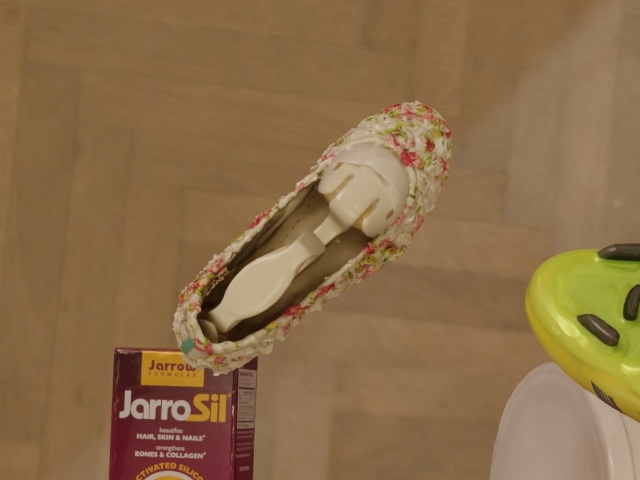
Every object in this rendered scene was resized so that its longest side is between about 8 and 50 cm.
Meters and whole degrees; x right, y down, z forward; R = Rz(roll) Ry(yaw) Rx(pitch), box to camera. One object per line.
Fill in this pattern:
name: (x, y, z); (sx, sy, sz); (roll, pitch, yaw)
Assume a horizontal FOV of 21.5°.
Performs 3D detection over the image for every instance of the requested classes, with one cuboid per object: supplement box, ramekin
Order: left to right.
supplement box: (-0.110, 0.180, 1.344); (0.104, 0.081, 0.188); (1, 85, 9)
ramekin: (0.267, 0.253, 1.579); (0.127, 0.273, 0.273); (4, 97, -18)

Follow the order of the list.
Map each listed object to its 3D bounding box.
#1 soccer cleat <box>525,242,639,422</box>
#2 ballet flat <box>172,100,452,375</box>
soccer cleat: (0.220, 0.095, 0.819); (0.289, 0.121, 0.093); (23, 51, -9)
ballet flat: (0.000, 0.000, 1.115); (0.091, 0.077, 0.241); (44, 86, 3)
